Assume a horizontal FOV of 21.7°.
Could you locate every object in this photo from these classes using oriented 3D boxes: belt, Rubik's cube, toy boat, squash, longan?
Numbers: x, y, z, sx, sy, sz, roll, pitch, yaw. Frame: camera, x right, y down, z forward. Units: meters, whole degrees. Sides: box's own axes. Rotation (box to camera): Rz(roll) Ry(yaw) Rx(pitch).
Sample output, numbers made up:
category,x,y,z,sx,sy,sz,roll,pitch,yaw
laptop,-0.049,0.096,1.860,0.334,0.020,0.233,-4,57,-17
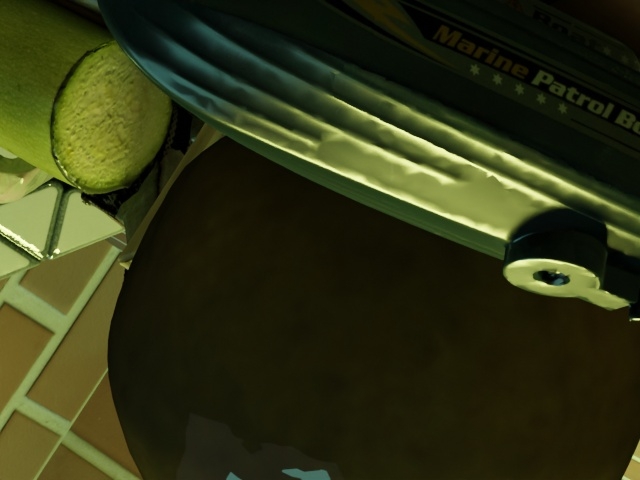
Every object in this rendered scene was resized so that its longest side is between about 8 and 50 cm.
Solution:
category,x,y,z,sx,sy,sz,roll,pitch,yaw
belt,-0.125,-0.003,1.419,0.094,0.126,0.359,39,-167,-28
Rubik's cube,-0.285,-0.101,1.772,0.228,0.233,0.229,-25,-87,-55
toy boat,0.033,-0.072,0.667,0.296,0.122,0.114,25,154,-22
squash,-0.248,-0.139,1.408,0.247,0.132,0.132,26,170,39
longan,0.030,0.065,0.932,0.297,0.297,0.297,32,173,5

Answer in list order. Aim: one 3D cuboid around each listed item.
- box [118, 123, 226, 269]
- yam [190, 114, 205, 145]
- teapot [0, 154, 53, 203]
category,x,y,z,sx,sy,sz,roll,pitch,yaw
box,0.000,0.000,1.117,0.212,0.168,0.095,34,170,-11
yam,-0.070,-0.076,1.405,0.094,0.043,0.043,30,172,10
teapot,-0.349,-0.116,1.560,0.222,0.163,0.178,53,-149,-17
